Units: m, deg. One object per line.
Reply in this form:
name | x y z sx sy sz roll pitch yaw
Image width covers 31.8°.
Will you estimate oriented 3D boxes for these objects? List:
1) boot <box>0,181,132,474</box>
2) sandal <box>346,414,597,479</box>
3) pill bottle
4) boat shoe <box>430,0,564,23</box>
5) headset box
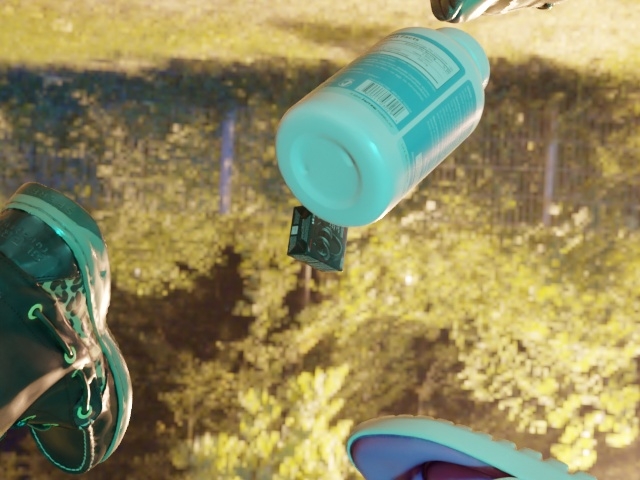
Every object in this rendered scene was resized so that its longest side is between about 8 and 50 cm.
boot | -0.308 0.162 1.044 0.138 0.377 0.284 25 -133 15
sandal | 0.172 0.268 1.075 0.416 0.102 0.169 9 139 42
pill bottle | 0.080 -0.136 1.209 0.146 0.146 0.264 2 -148 41
boat shoe | 0.174 -0.235 0.808 0.117 0.123 0.324 -2 -178 -13
headset box | 0.000 0.000 1.345 0.032 0.062 0.083 -5 158 38
